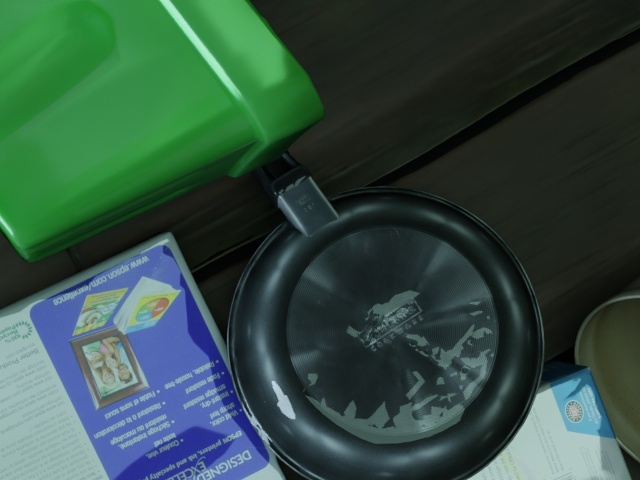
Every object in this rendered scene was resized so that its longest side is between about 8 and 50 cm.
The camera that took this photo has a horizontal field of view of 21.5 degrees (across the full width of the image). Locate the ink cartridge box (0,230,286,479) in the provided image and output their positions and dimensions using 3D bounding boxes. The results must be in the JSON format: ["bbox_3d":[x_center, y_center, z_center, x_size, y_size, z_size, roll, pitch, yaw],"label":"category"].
[{"bbox_3d":[-0.144,0.130,1.061,0.206,0.045,0.208,-25,93,-9],"label":"ink cartridge box"}]

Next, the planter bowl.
[{"bbox_3d":[0.262,0.073,1.089,0.109,0.162,0.162,-41,98,-34],"label":"planter bowl"}]

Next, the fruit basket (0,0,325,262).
[{"bbox_3d":[-0.110,-0.209,0.942,0.392,0.283,0.392,1,86,-9],"label":"fruit basket"}]

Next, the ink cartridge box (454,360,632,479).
[{"bbox_3d":[0.112,0.146,1.084,0.143,0.090,0.092,-21,93,-8],"label":"ink cartridge box"}]

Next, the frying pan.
[{"bbox_3d":[0.030,-0.003,1.043,0.197,0.053,0.326,-10,78,-6],"label":"frying pan"}]
